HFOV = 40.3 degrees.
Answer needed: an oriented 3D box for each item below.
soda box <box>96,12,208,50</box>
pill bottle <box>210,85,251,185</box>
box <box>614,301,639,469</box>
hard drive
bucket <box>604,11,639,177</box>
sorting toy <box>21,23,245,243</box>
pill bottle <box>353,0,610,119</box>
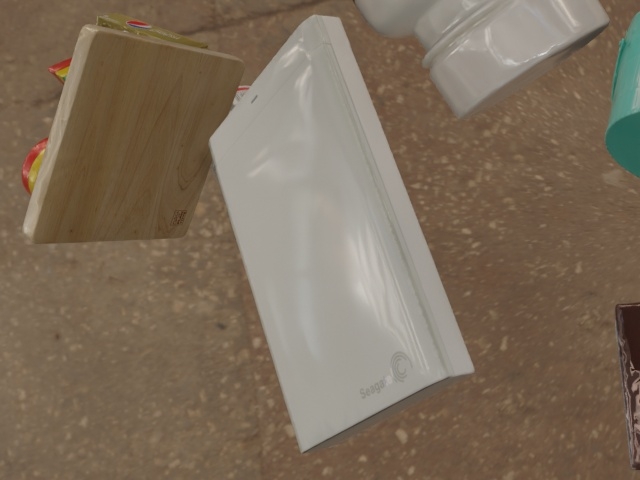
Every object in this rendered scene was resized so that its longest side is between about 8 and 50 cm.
[{"bbox_3d":[-0.276,-0.313,1.417,0.181,0.058,0.061,22,117,15],"label":"soda box"},{"bbox_3d":[-0.087,-0.118,1.410,0.161,0.161,0.283,-52,43,17],"label":"pill bottle"},{"bbox_3d":[0.426,0.137,0.853,0.203,0.169,0.166,-15,73,43],"label":"box"},{"bbox_3d":[0.000,0.000,0.726,0.203,0.040,0.307,-41,60,48],"label":"hard drive"},{"bbox_3d":[0.554,-0.198,1.261,0.281,0.281,0.183,16,72,23],"label":"bucket"},{"bbox_3d":[-0.244,-0.133,1.082,0.089,0.255,0.257,32,109,29],"label":"sorting toy"},{"bbox_3d":[0.064,-0.193,0.514,0.131,0.131,0.229,-33,88,22],"label":"pill bottle"}]
